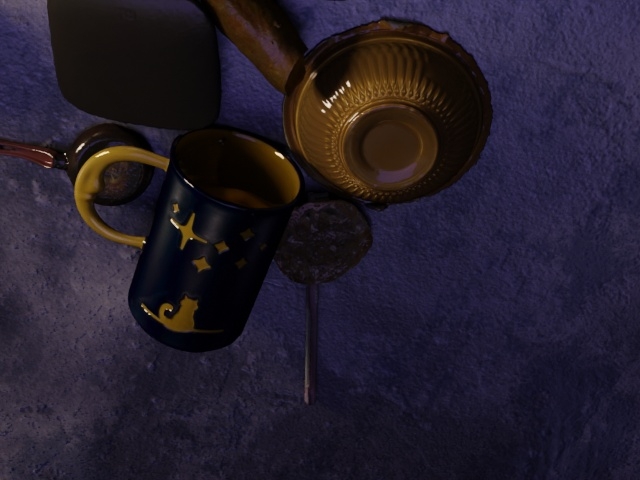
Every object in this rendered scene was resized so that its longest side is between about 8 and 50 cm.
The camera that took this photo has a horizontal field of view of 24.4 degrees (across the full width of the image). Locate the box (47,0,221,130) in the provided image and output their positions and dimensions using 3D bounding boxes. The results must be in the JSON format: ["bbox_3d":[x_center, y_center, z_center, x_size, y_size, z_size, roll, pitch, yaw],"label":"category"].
[{"bbox_3d":[-0.226,-0.229,1.816,0.212,0.042,0.201,7,131,6],"label":"box"}]

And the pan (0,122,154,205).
[{"bbox_3d":[-0.321,-0.104,1.919,0.212,0.040,0.115,9,118,-6],"label":"pan"}]

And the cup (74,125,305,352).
[{"bbox_3d":[-0.175,-0.018,1.920,0.255,0.178,0.256,36,125,18],"label":"cup"}]

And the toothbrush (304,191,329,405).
[{"bbox_3d":[-0.006,0.085,2.048,0.029,0.024,0.354,-3,123,-7],"label":"toothbrush"}]

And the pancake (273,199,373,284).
[{"bbox_3d":[0.000,0.000,1.965,0.139,0.022,0.140,-4,123,-5],"label":"pancake"}]

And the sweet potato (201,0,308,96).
[{"bbox_3d":[-0.095,-0.284,1.782,0.077,0.077,0.244,-34,101,21],"label":"sweet potato"}]

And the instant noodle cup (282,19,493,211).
[{"bbox_3d":[0.087,-0.136,1.862,0.274,0.091,0.274,0,123,0],"label":"instant noodle cup"}]
